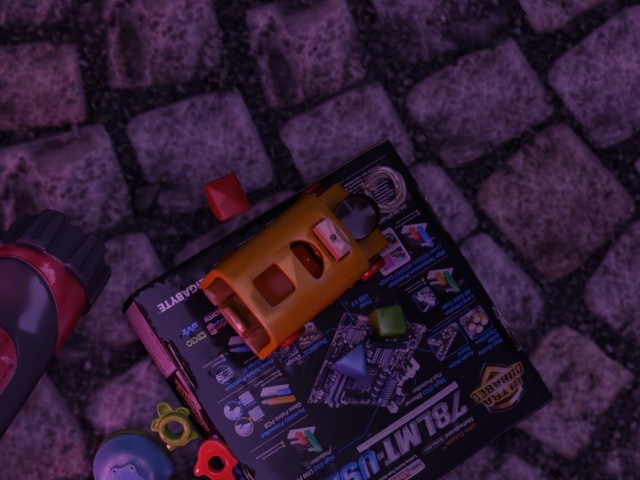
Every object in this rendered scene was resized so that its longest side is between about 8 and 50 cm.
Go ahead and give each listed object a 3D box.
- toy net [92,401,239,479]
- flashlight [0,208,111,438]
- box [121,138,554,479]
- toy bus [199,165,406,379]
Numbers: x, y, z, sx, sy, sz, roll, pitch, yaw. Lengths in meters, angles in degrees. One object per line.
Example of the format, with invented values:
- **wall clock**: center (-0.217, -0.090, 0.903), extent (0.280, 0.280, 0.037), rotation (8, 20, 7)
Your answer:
- **toy net**: center (-0.095, 0.249, 1.753), extent (0.122, 0.045, 0.232), rotation (-40, 100, 11)
- **flashlight**: center (-0.290, 0.110, 1.680), extent (0.103, 0.103, 0.304), rotation (19, 53, 17)
- **box**: center (0.018, 0.103, 1.813), extent (0.295, 0.073, 0.293), rotation (-32, 88, -19)
- **toy bus**: center (-0.005, 0.011, 1.737), extent (0.191, 0.104, 0.202), rotation (6, 76, -13)
